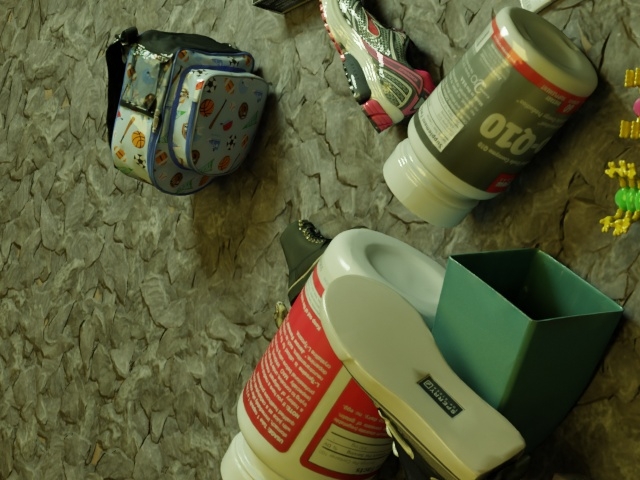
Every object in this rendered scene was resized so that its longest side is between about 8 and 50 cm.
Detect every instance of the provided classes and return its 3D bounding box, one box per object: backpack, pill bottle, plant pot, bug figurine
[{"bbox_3d":[-0.228,-0.208,2.159,0.213,0.276,0.263,34,111,32],"label":"backpack"},{"bbox_3d":[0.221,-0.158,1.700,0.283,0.161,0.161,-51,50,30],"label":"pill bottle"},{"bbox_3d":[0.241,0.153,1.625,0.165,0.166,0.234,41,125,44],"label":"plant pot"},{"bbox_3d":[0.025,0.206,1.798,0.229,0.229,0.407,51,119,40],"label":"pill bottle"},{"bbox_3d":[0.440,-0.099,1.512,0.216,0.072,0.279,15,99,54],"label":"bug figurine"}]

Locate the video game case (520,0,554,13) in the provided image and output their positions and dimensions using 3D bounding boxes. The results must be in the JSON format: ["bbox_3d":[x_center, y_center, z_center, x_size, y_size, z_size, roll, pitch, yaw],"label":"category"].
[{"bbox_3d":[0.319,-0.373,1.743,0.122,0.011,0.087,-32,60,40],"label":"video game case"}]

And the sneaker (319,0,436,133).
[{"bbox_3d":[0.084,-0.297,1.930,0.112,0.121,0.299,-27,59,9],"label":"sneaker"}]

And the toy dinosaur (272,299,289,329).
[{"bbox_3d":[-0.050,0.234,2.007,0.118,0.064,0.268,15,97,55],"label":"toy dinosaur"}]

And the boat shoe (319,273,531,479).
[{"bbox_3d":[0.106,0.207,1.578,0.340,0.127,0.158,50,148,26],"label":"boat shoe"}]

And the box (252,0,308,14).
[{"bbox_3d":[0.011,-0.543,2.068,0.322,0.079,0.257,-17,72,46],"label":"box"}]

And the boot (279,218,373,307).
[{"bbox_3d":[0.000,0.000,1.986,0.198,0.077,0.137,-41,50,34],"label":"boot"}]

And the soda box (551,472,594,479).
[{"bbox_3d":[0.302,0.385,1.585,0.063,0.058,0.183,27,103,47],"label":"soda box"}]
